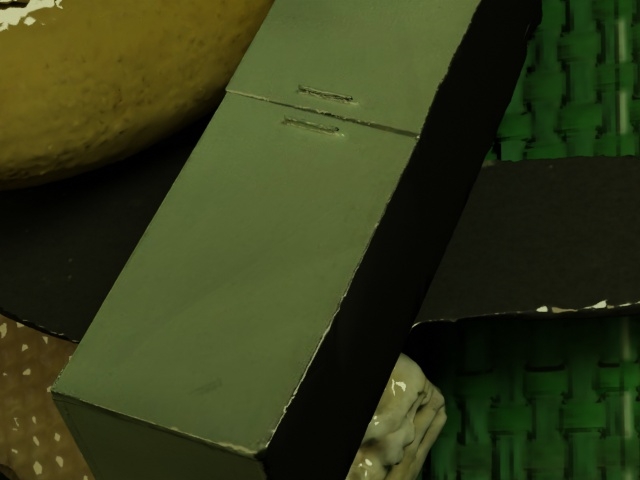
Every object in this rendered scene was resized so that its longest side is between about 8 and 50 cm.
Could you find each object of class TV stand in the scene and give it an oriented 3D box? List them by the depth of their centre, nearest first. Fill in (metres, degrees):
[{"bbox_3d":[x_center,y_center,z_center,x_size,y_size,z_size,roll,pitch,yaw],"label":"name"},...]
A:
[{"bbox_3d":[0.005,-0.022,0.625,0.083,0.088,0.269,13,58,20],"label":"TV stand"}]

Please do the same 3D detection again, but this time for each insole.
[{"bbox_3d":[0.000,0.000,0.672,0.309,0.012,0.110,-4,52,8],"label":"insole"}]

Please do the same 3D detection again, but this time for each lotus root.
[{"bbox_3d":[-0.089,-0.108,0.699,0.146,0.131,0.303,34,55,27],"label":"lotus root"}]

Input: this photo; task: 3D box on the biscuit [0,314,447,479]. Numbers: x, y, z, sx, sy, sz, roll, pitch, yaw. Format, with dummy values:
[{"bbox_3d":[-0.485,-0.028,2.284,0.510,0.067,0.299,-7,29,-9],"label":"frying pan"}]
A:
[{"bbox_3d":[-0.135,0.023,0.770,0.426,0.078,0.144,31,92,31],"label":"biscuit"}]
